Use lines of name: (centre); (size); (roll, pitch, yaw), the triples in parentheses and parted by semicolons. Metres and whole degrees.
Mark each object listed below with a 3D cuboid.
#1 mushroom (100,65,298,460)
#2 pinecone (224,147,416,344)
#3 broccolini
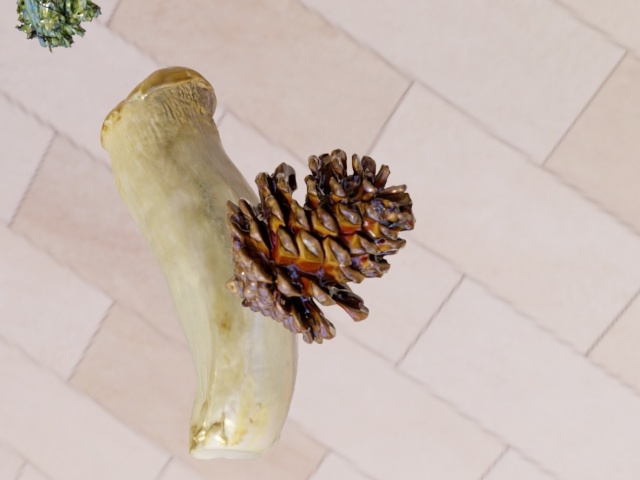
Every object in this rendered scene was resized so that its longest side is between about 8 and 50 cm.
mushroom: (-0.093, 0.013, 1.269); (0.122, 0.351, 0.095); (-27, 149, 16)
pinecone: (-0.002, 0.001, 0.845); (0.102, 0.102, 0.109); (47, 127, -7)
broccolini: (-0.165, -0.204, 0.885); (0.054, 0.051, 0.239); (16, 144, 14)
